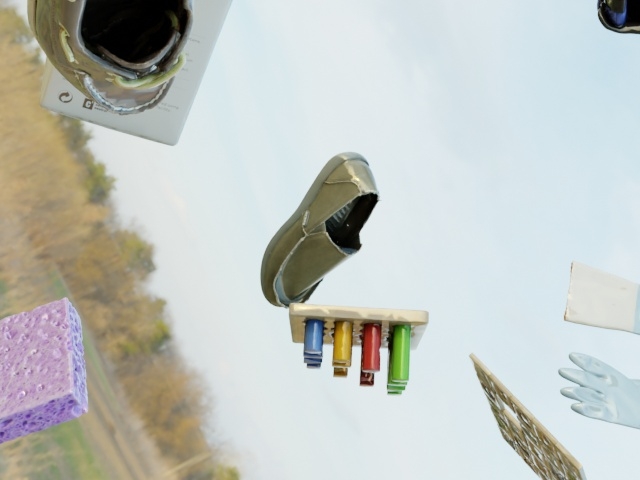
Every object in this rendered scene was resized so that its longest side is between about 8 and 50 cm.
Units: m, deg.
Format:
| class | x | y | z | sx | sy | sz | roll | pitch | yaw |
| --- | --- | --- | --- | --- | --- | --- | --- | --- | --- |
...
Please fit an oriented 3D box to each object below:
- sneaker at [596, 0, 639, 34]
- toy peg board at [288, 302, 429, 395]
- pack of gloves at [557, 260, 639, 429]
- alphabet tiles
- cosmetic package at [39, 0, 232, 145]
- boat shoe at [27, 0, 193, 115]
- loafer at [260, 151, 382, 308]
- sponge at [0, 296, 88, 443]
| class | x | y | z | sx | sy | sz | roll | pitch | yaw |
| --- | --- | --- | --- | --- | --- | --- | --- | --- | --- |
| sneaker | 0.463 | -0.395 | 1.421 | 0.315 | 0.182 | 0.127 | 44 | -54 | 35 |
| toy peg board | 0.042 | 0.136 | 1.138 | 0.161 | 0.161 | 0.079 | 90 | 3 | -71 |
| pack of gloves | 0.408 | 0.150 | 1.201 | 0.046 | 0.232 | 0.195 | 121 | -17 | -67 |
| alphabet tiles | 0.265 | 0.258 | 1.097 | 0.237 | 0.009 | 0.198 | 48 | -10 | 46 |
| cosmetic package | -0.159 | -0.308 | 0.944 | 0.365 | 0.155 | 0.197 | -61 | -156 | 30 |
| boat shoe | -0.145 | -0.166 | 0.682 | 0.096 | 0.117 | 0.324 | 61 | -16 | 15 |
| loafer | 0.000 | 0.000 | 1.288 | 0.087 | 0.094 | 0.251 | 51 | -59 | 43 |
| sponge | -0.289 | 0.121 | 0.738 | 0.117 | 0.210 | 0.031 | -112 | -176 | -51 |
